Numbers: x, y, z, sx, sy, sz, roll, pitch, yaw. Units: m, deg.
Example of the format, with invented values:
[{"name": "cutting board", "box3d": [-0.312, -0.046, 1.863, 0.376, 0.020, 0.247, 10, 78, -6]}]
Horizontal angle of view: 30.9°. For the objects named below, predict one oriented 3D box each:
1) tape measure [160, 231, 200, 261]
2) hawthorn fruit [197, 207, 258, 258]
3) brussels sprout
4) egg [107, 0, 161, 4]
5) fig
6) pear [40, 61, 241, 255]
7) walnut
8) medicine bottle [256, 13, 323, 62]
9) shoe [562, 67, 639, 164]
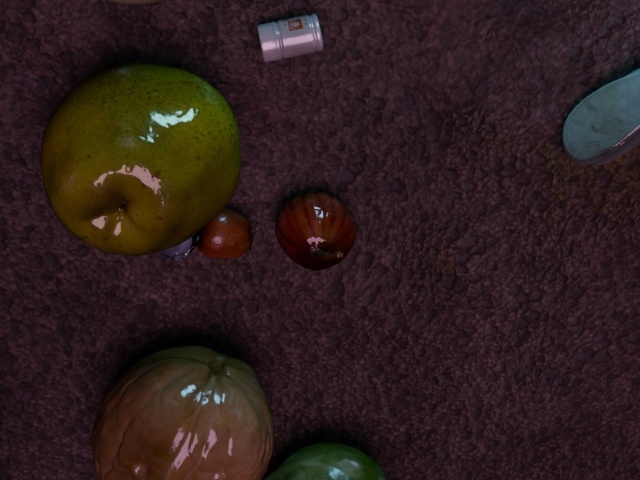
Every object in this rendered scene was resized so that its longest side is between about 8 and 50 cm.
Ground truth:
[{"name": "tape measure", "box3d": [-0.230, -0.020, 1.772, 0.054, 0.094, 0.091, -25, 129, -47]}, {"name": "hawthorn fruit", "box3d": [-0.143, -0.009, 1.796, 0.093, 0.081, 0.081, 14, 116, -19]}, {"name": "brussels sprout", "box3d": [0.004, 0.463, 2.011, 0.244, 0.244, 0.244, -4, 119, -7]}, {"name": "egg", "box3d": [-0.265, -0.419, 1.473, 0.269, 0.219, 0.219, 30, 111, -26]}, {"name": "fig", "box3d": [0.003, -0.004, 1.796, 0.128, 0.150, 0.128, -32, 152, -19]}, {"name": "pear", "box3d": [-0.251, -0.115, 1.610, 0.294, 0.294, 0.294, -4, 119, -7]}, {"name": "walnut", "box3d": [-0.222, 0.320, 1.867, 0.277, 0.252, 0.313, 8, 122, -25]}, {"name": "medicine bottle", "box3d": [-0.043, -0.292, 1.666, 0.089, 0.057, 0.057, -12, 120, -2]}, {"name": "shoe", "box3d": [0.492, -0.203, 1.783, 0.251, 0.103, 0.100, -34, 162, 25]}]
